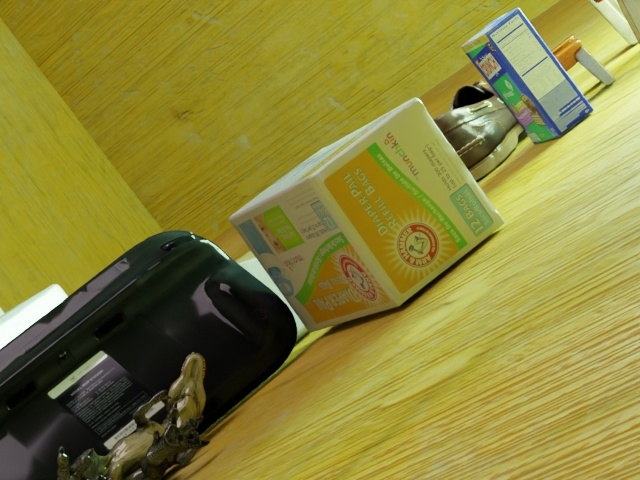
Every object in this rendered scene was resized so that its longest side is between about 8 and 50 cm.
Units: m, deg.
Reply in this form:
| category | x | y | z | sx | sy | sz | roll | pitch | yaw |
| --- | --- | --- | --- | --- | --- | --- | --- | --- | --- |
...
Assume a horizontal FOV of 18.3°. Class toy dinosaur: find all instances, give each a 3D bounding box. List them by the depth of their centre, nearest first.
| category | x | y | z | sx | sy | sz | roll | pitch | yaw |
| --- | --- | --- | --- | --- | --- | --- | --- | --- | --- |
| toy dinosaur | -0.144 | 0.162 | 1.354 | 0.268 | 0.064 | 0.118 | -41 | -6 | -34 |

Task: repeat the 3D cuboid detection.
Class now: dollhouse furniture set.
| category | x | y | z | sx | sy | sz | roll | pitch | yaw |
| --- | --- | --- | --- | --- | --- | --- | --- | --- | --- |
| dollhouse furniture set | 0.279 | -0.248 | 1.811 | 0.262 | 0.135 | 0.259 | -36 | 4 | 9 |

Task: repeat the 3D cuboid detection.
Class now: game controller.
| category | x | y | z | sx | sy | sz | roll | pitch | yaw |
| --- | --- | --- | --- | --- | --- | --- | --- | --- | --- |
| game controller | -0.171 | 0.118 | 1.502 | 0.319 | 0.166 | 0.067 | -39 | -28 | -21 |

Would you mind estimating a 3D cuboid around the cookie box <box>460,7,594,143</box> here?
| category | x | y | z | sx | sy | sz | roll | pitch | yaw |
| --- | --- | --- | --- | --- | --- | --- | --- | --- | --- |
| cookie box | 0.173 | -0.137 | 1.671 | 0.040 | 0.107 | 0.092 | -37 | 4 | -7 |

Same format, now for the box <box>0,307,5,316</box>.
| category | x | y | z | sx | sy | sz | roll | pitch | yaw |
| --- | --- | --- | --- | --- | --- | --- | --- | --- | --- |
| box | -0.475 | 0.148 | 2.300 | 0.168 | 0.345 | 0.215 | -41 | 6 | -41 |

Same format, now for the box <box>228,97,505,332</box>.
| category | x | y | z | sx | sy | sz | roll | pitch | yaw |
| --- | --- | --- | --- | --- | --- | --- | --- | --- | --- |
| box | 0.029 | -0.014 | 1.450 | 0.103 | 0.114 | 0.203 | -37 | 4 | -20 |

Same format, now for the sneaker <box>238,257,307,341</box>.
| category | x | y | z | sx | sy | sz | roll | pitch | yaw |
| --- | --- | --- | --- | --- | --- | --- | --- | --- | --- |
| sneaker | -0.083 | 0.090 | 1.615 | 0.212 | 0.080 | 0.094 | -33 | -21 | -18 |

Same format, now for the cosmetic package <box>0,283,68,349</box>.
| category | x | y | z | sx | sy | sz | roll | pitch | yaw |
| --- | --- | --- | --- | --- | --- | --- | --- | --- | --- |
| cosmetic package | -0.383 | 0.233 | 1.741 | 0.453 | 0.161 | 0.230 | -32 | 3 | 37 |

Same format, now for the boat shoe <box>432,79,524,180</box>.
| category | x | y | z | sx | sy | sz | roll | pitch | yaw |
| --- | --- | --- | --- | --- | --- | --- | --- | --- | --- |
| boat shoe | 0.154 | -0.115 | 1.841 | 0.073 | 0.073 | 0.207 | -37 | 3 | 22 |

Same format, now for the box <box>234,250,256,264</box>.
| category | x | y | z | sx | sy | sz | roll | pitch | yaw |
| --- | --- | --- | --- | --- | --- | --- | --- | --- | --- |
| box | 0.000 | 0.000 | 1.862 | 0.164 | 0.021 | 0.201 | -13 | 16 | 44 |
